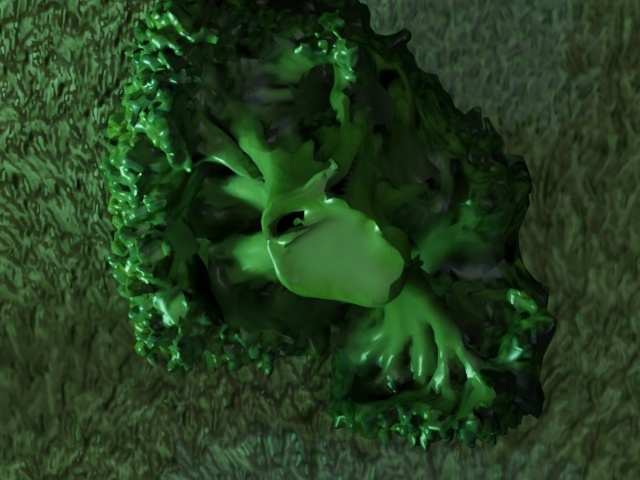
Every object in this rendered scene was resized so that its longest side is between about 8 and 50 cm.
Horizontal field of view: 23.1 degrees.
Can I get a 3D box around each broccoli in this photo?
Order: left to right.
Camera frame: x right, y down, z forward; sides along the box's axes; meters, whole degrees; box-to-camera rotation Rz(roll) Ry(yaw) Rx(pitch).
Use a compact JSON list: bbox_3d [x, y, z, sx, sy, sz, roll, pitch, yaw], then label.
[{"bbox_3d":[-0.012,0.005,1.044,0.249,0.302,0.375,-32,100,29],"label":"broccoli"}]
